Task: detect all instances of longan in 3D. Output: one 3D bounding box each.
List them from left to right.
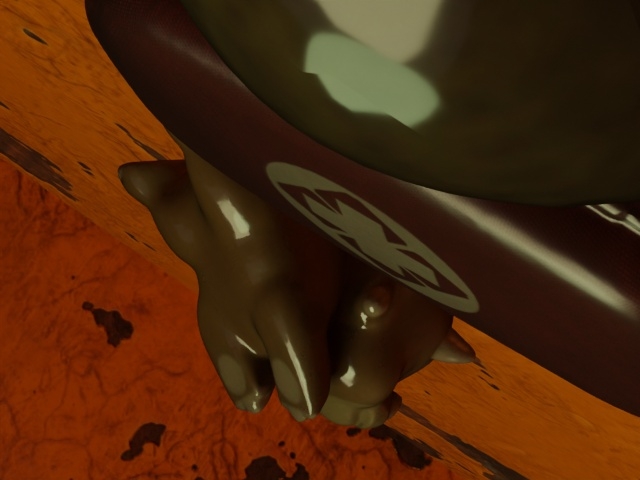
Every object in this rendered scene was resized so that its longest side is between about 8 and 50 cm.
[{"bbox_3d":[0.043,-0.103,0.437,0.198,0.198,0.212,29,169,25],"label":"longan"}]

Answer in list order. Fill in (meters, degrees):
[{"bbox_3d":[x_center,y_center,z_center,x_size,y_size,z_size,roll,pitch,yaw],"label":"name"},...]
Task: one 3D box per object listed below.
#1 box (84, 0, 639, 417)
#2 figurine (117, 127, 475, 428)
[{"bbox_3d":[0.057,-0.043,0.900,0.404,0.108,0.263,31,169,20],"label":"box"},{"bbox_3d":[0.000,0.005,1.200,0.247,0.173,0.177,59,151,8],"label":"figurine"}]
